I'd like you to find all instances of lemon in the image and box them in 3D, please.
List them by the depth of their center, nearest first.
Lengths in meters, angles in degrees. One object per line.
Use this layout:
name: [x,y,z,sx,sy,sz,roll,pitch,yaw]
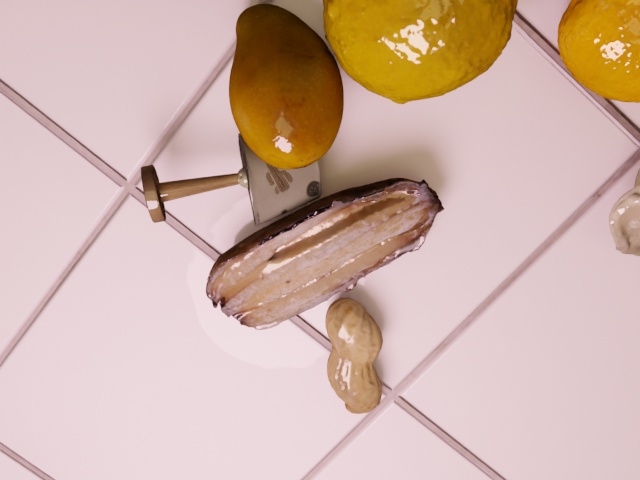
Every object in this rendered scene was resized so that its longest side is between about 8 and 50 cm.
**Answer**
lemon: [0.104,-0.251,0.589,0.231,0.192,0.192,-3,109,38]
lemon: [0.358,-0.230,0.613,0.187,0.142,0.142,32,105,-5]

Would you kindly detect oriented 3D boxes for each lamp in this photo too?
lamp: [-0.111,-0.073,0.686,0.215,0.121,0.121,-12,105,-10]

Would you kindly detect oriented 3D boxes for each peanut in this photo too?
peanut: [0.049,0.170,0.774,0.082,0.082,0.187,-2,106,3]

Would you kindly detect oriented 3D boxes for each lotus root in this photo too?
lotus root: [0.001,-0.001,0.726,0.329,0.078,0.167,-27,136,8]

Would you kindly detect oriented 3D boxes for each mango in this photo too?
mango: [-0.043,-0.188,0.633,0.136,0.099,0.227,-5,66,-18]

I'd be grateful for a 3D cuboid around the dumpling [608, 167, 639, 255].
dumpling: [0.473,-0.050,0.663,0.258,0.147,0.193,-17,145,-4]
